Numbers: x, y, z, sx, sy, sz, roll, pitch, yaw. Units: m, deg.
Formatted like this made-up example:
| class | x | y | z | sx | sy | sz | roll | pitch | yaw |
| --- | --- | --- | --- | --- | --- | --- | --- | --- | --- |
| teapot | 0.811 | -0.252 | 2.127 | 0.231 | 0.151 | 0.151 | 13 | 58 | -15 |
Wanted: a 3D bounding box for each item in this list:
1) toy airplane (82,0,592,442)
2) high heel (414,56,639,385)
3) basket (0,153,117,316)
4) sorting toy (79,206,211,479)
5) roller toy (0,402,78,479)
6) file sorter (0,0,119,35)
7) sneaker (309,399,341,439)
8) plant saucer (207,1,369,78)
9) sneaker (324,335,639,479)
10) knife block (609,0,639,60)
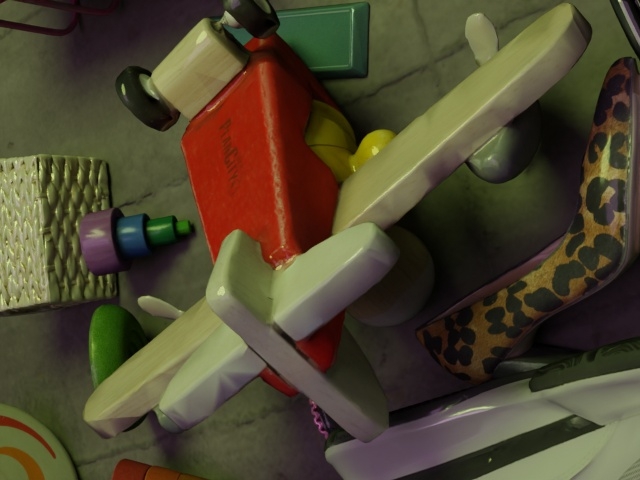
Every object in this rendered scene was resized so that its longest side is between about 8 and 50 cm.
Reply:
| class | x | y | z | sx | sy | sz | roll | pitch | yaw |
| --- | --- | --- | --- | --- | --- | --- | --- | --- | --- |
| toy airplane | 0.000 | 0.000 | 0.829 | 0.386 | 0.272 | 0.384 | 4 | 66 | 48 |
| high heel | 0.155 | -0.008 | 0.819 | 0.186 | 0.093 | 0.261 | 8 | 105 | 30 |
| basket | -0.289 | -0.008 | 1.143 | 0.103 | 0.113 | 0.167 | -8 | 87 | 35 |
| sorting toy | -0.145 | 0.140 | 1.067 | 0.126 | 0.127 | 0.365 | -11 | 81 | 7 |
| roller toy | -0.366 | 0.283 | 1.161 | 0.146 | 0.209 | 0.191 | -40 | 33 | 30 |
| file sorter | -0.223 | -0.334 | 1.043 | 0.291 | 0.182 | 0.202 | -13 | 84 | 37 |
| sneaker | 0.018 | 0.128 | 0.964 | 0.057 | 0.047 | 0.119 | -29 | 75 | 22 |
| plant saucer | -0.039 | -0.181 | 1.012 | 0.192 | 0.018 | 0.067 | 3 | 94 | 36 |
| sneaker | 0.206 | 0.193 | 0.685 | 0.447 | 0.169 | 0.257 | -27 | 76 | 44 |
| knife block | 0.208 | -0.263 | 0.781 | 0.276 | 0.088 | 0.242 | 27 | 106 | 33 |
